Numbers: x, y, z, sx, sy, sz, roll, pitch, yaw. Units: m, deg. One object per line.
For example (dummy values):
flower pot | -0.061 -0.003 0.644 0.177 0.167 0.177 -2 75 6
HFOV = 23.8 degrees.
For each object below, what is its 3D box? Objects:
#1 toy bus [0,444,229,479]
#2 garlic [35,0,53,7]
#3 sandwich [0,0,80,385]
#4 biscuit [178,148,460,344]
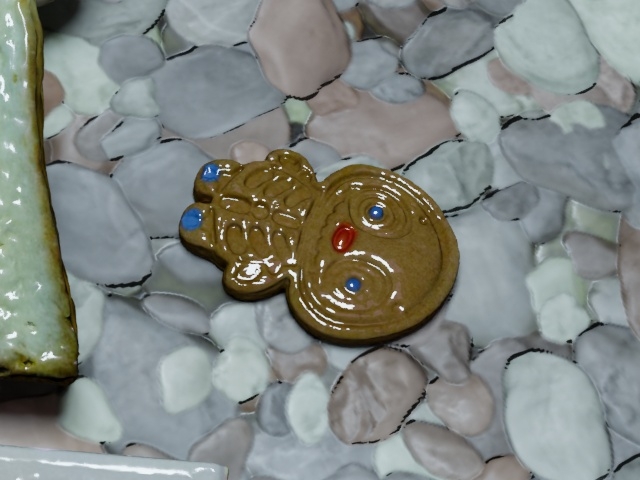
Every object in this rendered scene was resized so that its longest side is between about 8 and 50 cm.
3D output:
toy bus | -0.181 0.153 0.792 0.268 0.106 0.092 6 60 -4
garlic | -0.281 -0.200 0.957 0.228 0.110 0.217 -9 43 -35
sandwich | -0.279 -0.032 0.830 0.273 0.095 0.248 -5 93 -11
biscuit | 0.000 0.000 0.942 0.175 0.026 0.124 16 61 1
